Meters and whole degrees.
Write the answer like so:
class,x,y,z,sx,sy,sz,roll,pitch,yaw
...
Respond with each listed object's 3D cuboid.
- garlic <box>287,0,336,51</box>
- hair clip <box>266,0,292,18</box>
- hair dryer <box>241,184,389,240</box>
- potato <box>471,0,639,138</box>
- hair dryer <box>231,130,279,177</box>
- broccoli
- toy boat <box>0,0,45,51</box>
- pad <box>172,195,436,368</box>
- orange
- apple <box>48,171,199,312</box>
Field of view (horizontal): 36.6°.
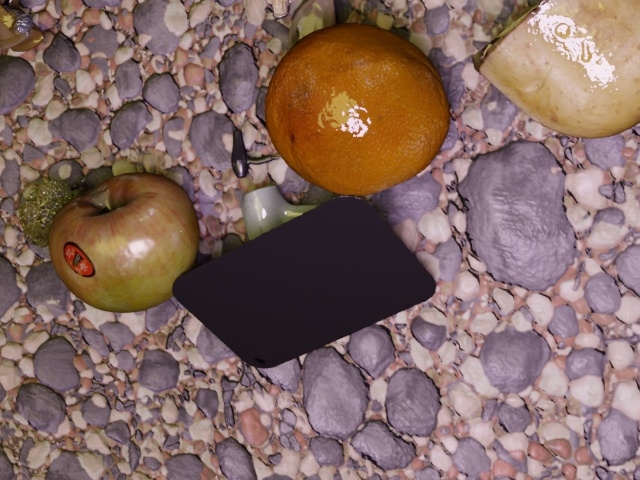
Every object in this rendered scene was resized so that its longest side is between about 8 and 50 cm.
class,x,y,z,sx,sy,sz,roll,pitch,yaw
garlic,-0.011,-0.323,1.510,0.084,0.066,0.152,-3,99,-3
hair clip,-0.070,-0.460,1.528,0.062,0.056,0.214,-3,103,8
hair dryer,0.000,0.000,1.545,0.237,0.075,0.206,-11,98,17
potato,0.369,-0.246,1.266,0.285,0.242,0.242,-35,80,4
hair dryer,-0.107,-0.144,1.593,0.083,0.031,0.079,-5,85,11
broccoli,-0.469,-0.049,1.718,0.120,0.130,0.131,-130,27,-55
toy boat,-0.599,-0.480,1.742,0.121,0.089,0.321,-39,78,17
pad,-0.046,0.037,1.501,0.375,0.063,0.315,-26,125,26
orange,0.058,-0.187,1.390,0.264,0.264,0.264,3,96,24
apple,-0.315,0.003,1.583,0.261,0.261,0.194,0,129,24
